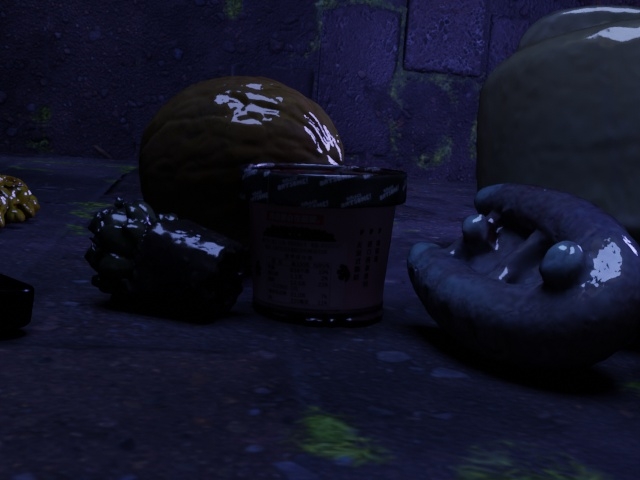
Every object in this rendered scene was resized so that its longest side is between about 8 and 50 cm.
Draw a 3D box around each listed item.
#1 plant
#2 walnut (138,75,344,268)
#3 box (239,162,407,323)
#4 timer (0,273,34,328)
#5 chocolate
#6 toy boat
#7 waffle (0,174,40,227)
[{"bbox_3d":[-0.137,0.017,0.781,0.143,0.092,0.094,16,19,19],"label":"plant"},{"bbox_3d":[-0.081,-0.071,0.959,0.227,0.228,0.228,4,8,-1],"label":"walnut"},{"bbox_3d":[0.000,0.000,0.808,0.151,0.135,0.151,3,6,0],"label":"box"},{"bbox_3d":[-0.322,0.042,0.642,0.144,0.055,0.187,14,9,41],"label":"timer"},{"bbox_3d":[0.320,-0.091,0.891,0.325,0.297,0.314,6,-5,-3],"label":"chocolate"},{"bbox_3d":[0.154,0.015,0.698,0.155,0.085,0.227,-37,31,-7],"label":"toy boat"},{"bbox_3d":[-0.535,-0.068,1.222,0.292,0.069,0.260,4,9,-10],"label":"waffle"}]
